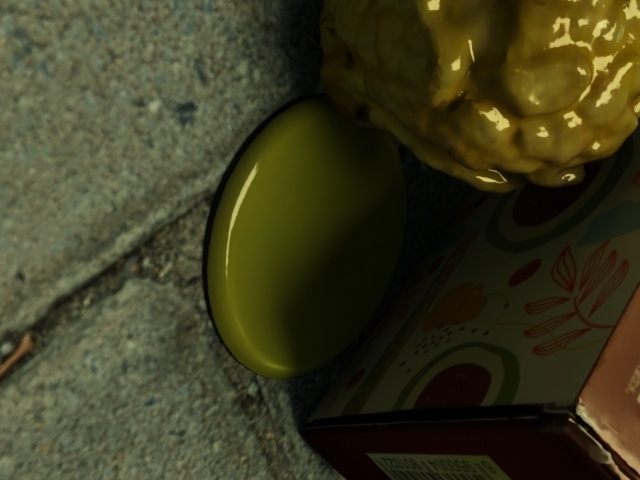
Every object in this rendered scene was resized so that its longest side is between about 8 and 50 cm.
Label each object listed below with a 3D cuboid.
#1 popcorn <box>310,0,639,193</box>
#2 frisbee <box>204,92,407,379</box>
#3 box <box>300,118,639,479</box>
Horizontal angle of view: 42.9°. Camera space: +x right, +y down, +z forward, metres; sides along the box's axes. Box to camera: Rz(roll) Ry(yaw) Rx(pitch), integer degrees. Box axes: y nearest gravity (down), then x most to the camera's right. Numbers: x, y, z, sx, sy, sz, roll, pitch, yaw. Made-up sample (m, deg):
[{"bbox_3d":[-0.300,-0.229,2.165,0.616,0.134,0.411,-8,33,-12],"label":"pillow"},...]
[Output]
[{"bbox_3d":[0.115,-0.156,0.562,0.250,0.250,0.190,-57,150,-20],"label":"popcorn"},{"bbox_3d":[0.000,0.000,0.656,0.236,0.017,0.236,-20,117,-46],"label":"frisbee"},{"bbox_3d":[0.196,0.032,0.642,0.122,0.344,0.385,44,64,-9],"label":"box"}]
